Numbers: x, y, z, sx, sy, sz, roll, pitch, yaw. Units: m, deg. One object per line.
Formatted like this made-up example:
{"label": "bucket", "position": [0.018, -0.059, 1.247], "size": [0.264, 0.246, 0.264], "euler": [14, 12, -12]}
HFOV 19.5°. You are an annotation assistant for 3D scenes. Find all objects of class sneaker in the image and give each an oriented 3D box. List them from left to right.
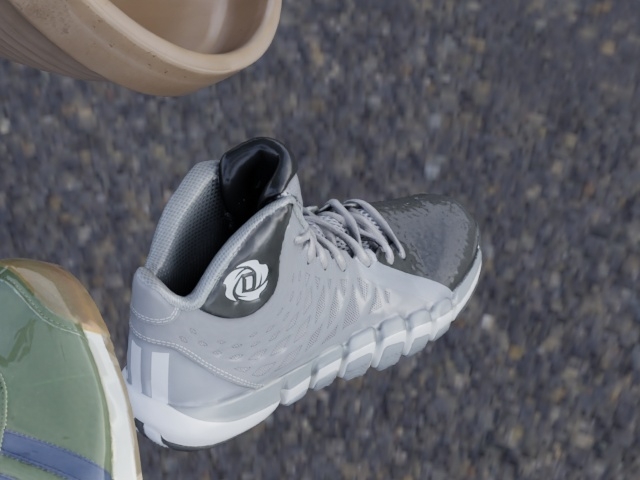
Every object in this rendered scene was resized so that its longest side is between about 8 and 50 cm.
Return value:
{"label": "sneaker", "position": [-0.101, 0.088, 0.547], "size": [0.086, 0.064, 0.192], "euler": [11, 57, -42]}
{"label": "sneaker", "position": [0.000, 0.000, 0.892], "size": [0.086, 0.132, 0.229], "euler": [30, 45, 34]}

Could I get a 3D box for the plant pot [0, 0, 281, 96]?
{"label": "plant pot", "position": [-0.126, -0.157, 0.795], "size": [0.110, 0.237, 0.237], "euler": [-26, 59, 26]}
